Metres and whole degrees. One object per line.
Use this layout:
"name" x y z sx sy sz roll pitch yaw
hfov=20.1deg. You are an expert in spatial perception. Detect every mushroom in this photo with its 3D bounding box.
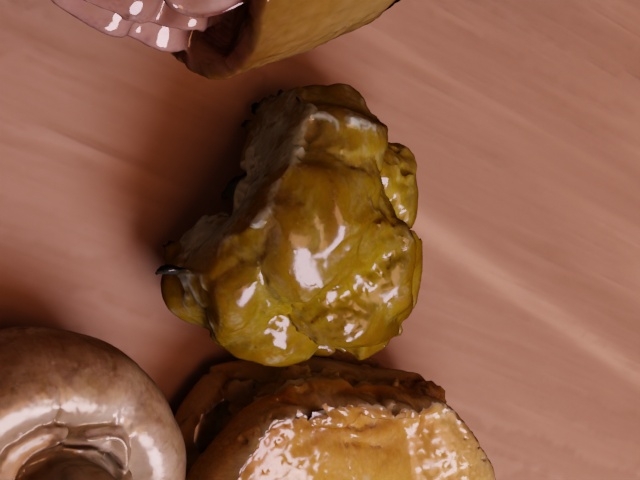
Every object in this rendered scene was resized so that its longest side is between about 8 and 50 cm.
"mushroom" -0.144 0.124 0.881 0.166 0.127 0.166 -7 107 -25

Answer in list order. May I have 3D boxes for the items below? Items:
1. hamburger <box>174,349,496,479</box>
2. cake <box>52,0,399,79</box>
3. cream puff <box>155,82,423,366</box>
"hamburger" 0.001 0.162 0.999 0.213 0.108 0.214 -12 113 -30
"cake" -0.063 -0.173 0.783 0.178 0.185 0.208 -10 125 -33
"cream puff" 0.001 0.001 0.931 0.156 0.121 0.156 -13 112 -35
